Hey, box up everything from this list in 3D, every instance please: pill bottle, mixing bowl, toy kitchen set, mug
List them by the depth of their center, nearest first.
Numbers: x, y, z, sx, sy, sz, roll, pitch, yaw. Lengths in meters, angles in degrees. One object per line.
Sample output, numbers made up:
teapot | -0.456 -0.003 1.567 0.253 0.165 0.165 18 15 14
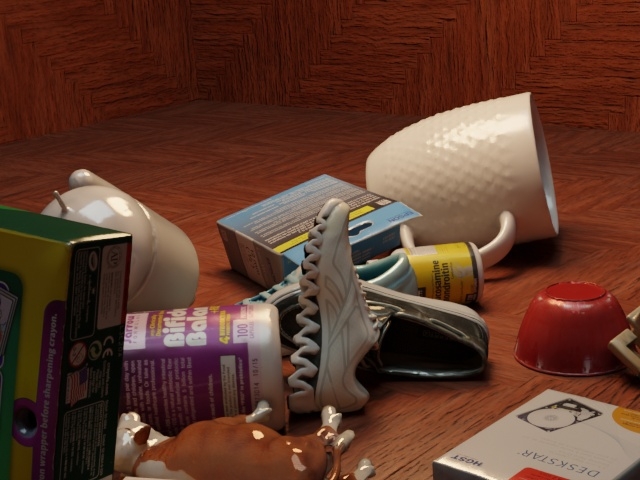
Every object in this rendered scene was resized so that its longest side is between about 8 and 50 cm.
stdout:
pill bottle | -0.199 0.173 1.485 0.301 0.169 0.169 -4 16 -3
toy kitchen set | 0.515 0.106 1.555 0.207 0.166 0.122 -31 63 -29
mixing bowl | 0.371 0.118 1.674 0.181 0.098 0.181 -3 16 1
pill bottle | 0.172 0.061 1.908 0.184 0.103 0.103 -6 16 -7
mug | 0.261 -0.079 2.155 0.328 0.276 0.374 -11 43 16

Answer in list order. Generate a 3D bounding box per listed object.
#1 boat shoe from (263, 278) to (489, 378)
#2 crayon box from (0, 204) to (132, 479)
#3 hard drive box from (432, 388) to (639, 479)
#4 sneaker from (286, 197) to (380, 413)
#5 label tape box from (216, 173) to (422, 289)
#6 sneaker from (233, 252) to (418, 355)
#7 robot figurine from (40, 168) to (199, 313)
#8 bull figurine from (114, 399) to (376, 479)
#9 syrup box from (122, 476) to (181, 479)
boat shoe | 0.080 0.126 1.631 0.335 0.121 0.119 4 17 -1
crayon box | -0.360 0.145 1.190 0.313 0.363 0.106 12 11 28
hard drive box | 0.261 0.256 1.235 0.181 0.089 0.232 10 21 41
sneaker | 0.024 0.090 1.550 0.118 0.292 0.110 6 -3 3
label tape box | 0.000 0.000 2.078 0.249 0.115 0.347 -25 25 -22
sneaker | -0.025 0.085 1.786 0.365 0.150 0.135 -8 16 -14
robot figurine | -0.318 0.036 1.781 0.199 0.300 0.353 -25 -22 10
bull figurine | -0.092 0.249 1.318 0.310 0.101 0.188 8 18 36
syrup box | -0.102 0.303 1.139 0.236 0.096 0.093 0 14 14
